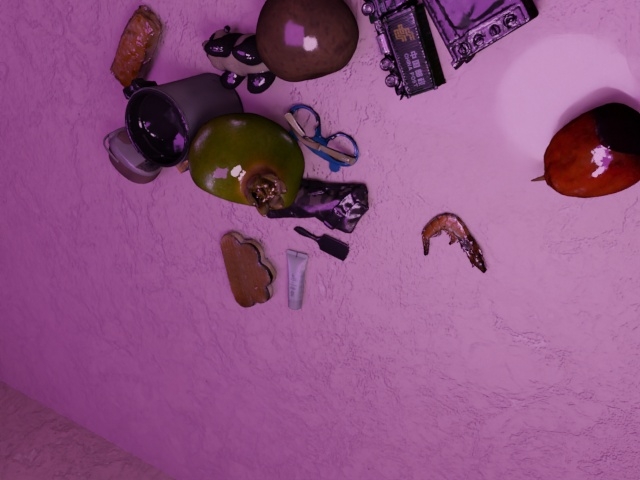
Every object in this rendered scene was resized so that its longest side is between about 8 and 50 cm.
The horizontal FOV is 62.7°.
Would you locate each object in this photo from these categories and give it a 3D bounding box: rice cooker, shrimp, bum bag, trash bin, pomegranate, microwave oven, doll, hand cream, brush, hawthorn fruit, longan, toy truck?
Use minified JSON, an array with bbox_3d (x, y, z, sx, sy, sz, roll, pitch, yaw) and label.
[{"bbox_3d":[-0.618,-0.281,1.744,0.206,0.145,0.127,41,138,8],"label":"rice cooker"},{"bbox_3d":[0.351,0.025,1.422,0.148,0.035,0.195,-35,88,35],"label":"shrimp"},{"bbox_3d":[-0.020,-0.112,1.524,0.341,0.095,0.143,11,102,21],"label":"bum bag"},{"bbox_3d":[-0.380,-0.347,1.498,0.217,0.262,0.277,-20,104,35],"label":"trash bin"},{"bbox_3d":[-0.167,-0.206,1.349,0.358,0.310,0.215,45,117,56],"label":"pomegranate"},{"bbox_3d":[0.305,-0.509,1.072,0.178,0.188,0.247,-25,101,37],"label":"microwave oven"},{"bbox_3d":[-0.214,-0.491,1.411,0.235,0.135,0.143,15,146,25],"label":"doll"},{"bbox_3d":[-0.080,0.130,1.719,0.078,0.050,0.204,16,117,24],"label":"hand cream"},{"bbox_3d":[0.000,0.000,1.622,0.194,0.016,0.062,26,124,15],"label":"brush"},{"bbox_3d":[0.560,-0.168,1.112,0.251,0.189,0.189,-32,97,41],"label":"hawthorn fruit"},{"bbox_3d":[-0.040,-0.494,1.262,0.246,0.215,0.245,22,129,31],"label":"longan"},{"bbox_3d":[0.191,-0.467,1.223,0.121,0.088,0.258,-10,111,34],"label":"toy truck"}]

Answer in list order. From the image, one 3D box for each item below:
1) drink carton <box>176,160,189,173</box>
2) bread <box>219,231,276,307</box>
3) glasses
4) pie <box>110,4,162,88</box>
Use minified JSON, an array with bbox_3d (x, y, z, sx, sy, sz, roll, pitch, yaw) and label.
[{"bbox_3d":[-0.481,-0.315,1.690,0.084,0.074,0.200,-38,92,37],"label":"drink carton"},{"bbox_3d":[-0.236,0.106,1.786,0.208,0.056,0.286,8,119,30],"label":"bread"},{"bbox_3d":[-0.005,-0.284,1.396,0.239,0.207,0.102,38,91,5],"label":"glasses"},{"bbox_3d":[-0.571,-0.576,1.610,0.128,0.068,0.282,47,132,1],"label":"pie"}]
